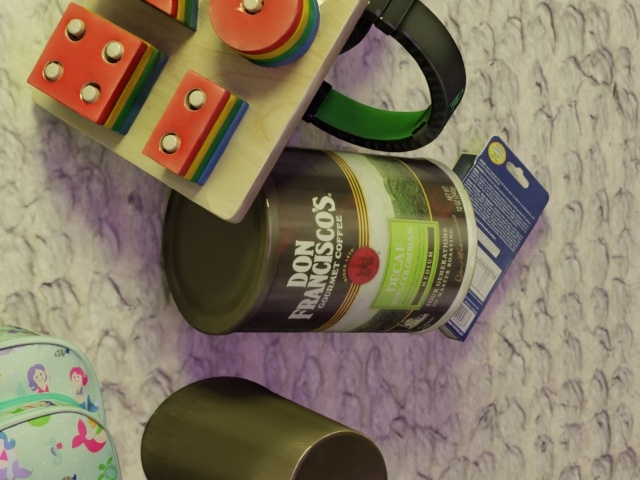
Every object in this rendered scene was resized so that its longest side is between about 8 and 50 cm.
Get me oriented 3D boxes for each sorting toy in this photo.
[{"bbox_3d":[-0.130,-0.191,1.421,0.255,0.257,0.089,-60,159,3],"label":"sorting toy"}]

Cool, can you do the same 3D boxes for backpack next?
[{"bbox_3d":[-0.303,0.212,1.434,0.225,0.191,0.254,-12,98,-33],"label":"backpack"}]

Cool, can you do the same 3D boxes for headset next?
[{"bbox_3d":[-0.018,-0.254,1.559,0.394,0.243,0.185,35,63,-8],"label":"headset"}]

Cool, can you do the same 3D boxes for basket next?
[{"bbox_3d":[-0.045,0.240,1.590,0.204,0.227,0.154,8,91,-37],"label":"basket"}]

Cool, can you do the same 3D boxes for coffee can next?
[{"bbox_3d":[0.000,0.000,1.608,0.275,0.201,0.202,2,95,-37],"label":"coffee can"}]

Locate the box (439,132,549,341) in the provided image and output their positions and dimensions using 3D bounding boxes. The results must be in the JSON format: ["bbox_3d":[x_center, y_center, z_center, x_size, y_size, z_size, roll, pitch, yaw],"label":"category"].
[{"bbox_3d":[0.184,-0.006,1.841,0.136,0.036,0.225,44,72,-32],"label":"box"}]
